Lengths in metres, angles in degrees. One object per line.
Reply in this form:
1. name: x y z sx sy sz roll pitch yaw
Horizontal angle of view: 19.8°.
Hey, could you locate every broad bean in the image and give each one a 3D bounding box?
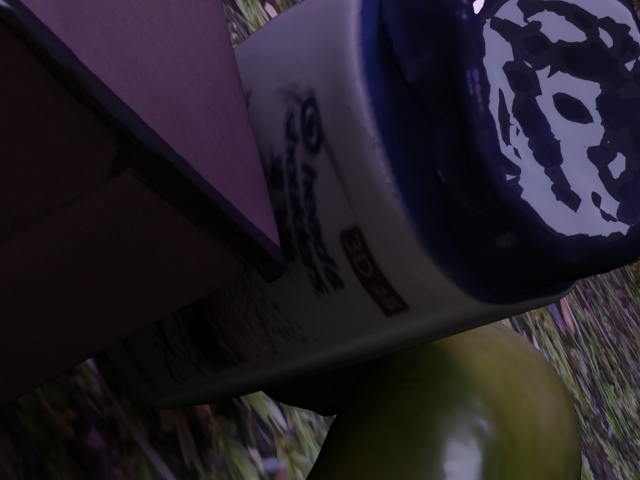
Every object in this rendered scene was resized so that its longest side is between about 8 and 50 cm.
1. broad bean: 0.028 0.159 0.713 0.291 0.119 0.238 -64 163 -51

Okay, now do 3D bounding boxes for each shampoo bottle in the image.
1. shampoo bottle: -0.001 -0.019 0.694 0.359 0.078 0.134 155 -73 -64

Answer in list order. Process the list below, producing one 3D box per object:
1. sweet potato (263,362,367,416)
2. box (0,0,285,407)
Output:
1. sweet potato: -0.004 0.004 0.992 0.130 0.130 0.422 59 9 -17
2. box: -0.134 -0.089 0.640 0.188 0.153 0.252 44 23 -51
